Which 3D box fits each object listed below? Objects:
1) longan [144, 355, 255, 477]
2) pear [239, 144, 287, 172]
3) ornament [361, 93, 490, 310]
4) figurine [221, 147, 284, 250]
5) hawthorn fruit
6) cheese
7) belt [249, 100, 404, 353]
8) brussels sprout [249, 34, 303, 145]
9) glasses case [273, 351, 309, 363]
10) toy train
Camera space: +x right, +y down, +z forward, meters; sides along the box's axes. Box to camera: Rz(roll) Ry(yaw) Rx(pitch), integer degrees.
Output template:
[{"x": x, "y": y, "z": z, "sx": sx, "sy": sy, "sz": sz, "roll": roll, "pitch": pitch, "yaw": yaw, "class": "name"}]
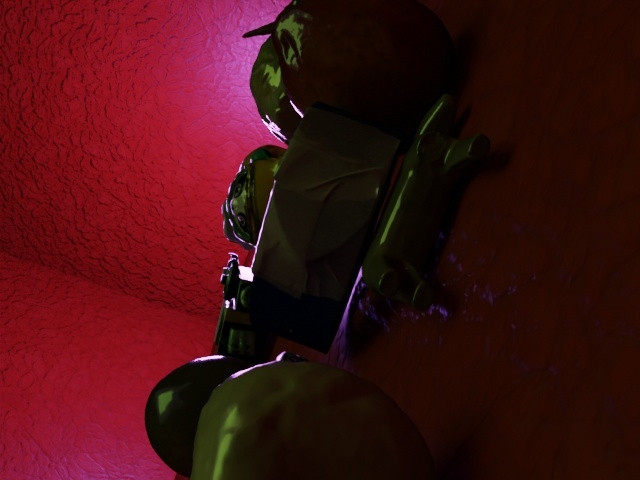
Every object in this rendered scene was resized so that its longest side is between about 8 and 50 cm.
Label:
[{"x": -0.204, "y": 0.330, "z": 1.262, "sx": 0.246, "sy": 0.246, "sz": 0.215, "roll": 124, "pitch": 149, "yaw": -58, "class": "longan"}, {"x": -0.141, "y": -0.174, "z": 2.012, "sx": 0.209, "sy": 0.209, "sz": 0.209, "roll": -160, "pitch": 90, "yaw": -81, "class": "pear"}, {"x": 0.104, "y": -0.051, "z": 0.693, "sx": 0.245, "sy": 0.061, "sz": 0.230, "roll": -148, "pitch": 79, "yaw": -87, "class": "ornament"}, {"x": -0.126, "y": -0.085, "z": 1.729, "sx": 0.340, "sy": 0.231, "sz": 0.323, "roll": 167, "pitch": 98, "yaw": -70, "class": "figurine"}, {"x": 0.033, "y": -0.226, "z": 0.860, "sx": 0.210, "sy": 0.262, "sz": 0.210, "roll": -160, "pitch": 90, "yaw": -76, "class": "hawthorn fruit"}, {"x": -0.015, "y": 0.217, "z": 0.462, "sx": 0.251, "sy": 0.174, "sz": 0.248, "roll": -89, "pitch": 12, "yaw": -68, "class": "cheese"}, {"x": 0.000, "y": 0.000, "z": 0.830, "sx": 0.347, "sy": 0.117, "sz": 0.212, "roll": 105, "pitch": -171, "yaw": -49, "class": "belt"}, {"x": 0.020, "y": -0.263, "z": 1.119, "sx": 0.316, "sy": 0.242, "sz": 0.274, "roll": -53, "pitch": 19, "yaw": -28, "class": "brussels sprout"}, {"x": -0.048, "y": 0.257, "z": 0.858, "sx": 0.354, "sy": 0.085, "sz": 0.137, "roll": -105, "pitch": 37, "yaw": -74, "class": "glasses case"}, {"x": -0.181, "y": 0.173, "z": 1.670, "sx": 0.397, "sy": 0.160, "sz": 0.253, "roll": -159, "pitch": 82, "yaw": -82, "class": "toy train"}]
